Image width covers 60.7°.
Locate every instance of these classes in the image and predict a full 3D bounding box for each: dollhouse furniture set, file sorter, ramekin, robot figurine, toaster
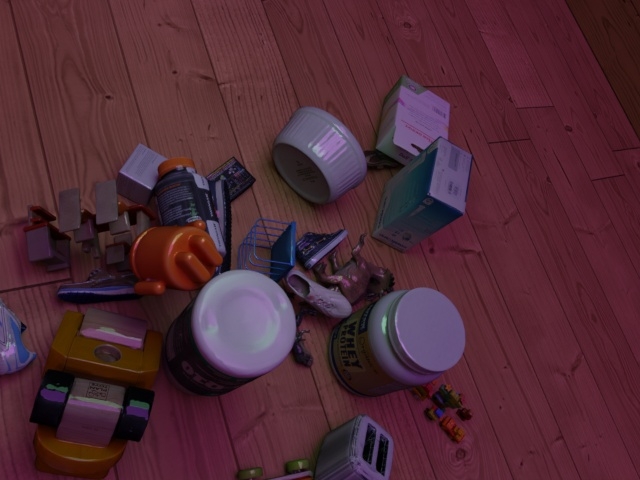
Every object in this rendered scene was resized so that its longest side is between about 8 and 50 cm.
[{"bbox_3d":[-0.491,-0.033,1.179,0.259,0.262,0.135,-13,69,1],"label":"dollhouse furniture set"},{"bbox_3d":[-0.138,0.031,1.372,0.104,0.170,0.118,10,64,-19],"label":"file sorter"},{"bbox_3d":[-0.014,-0.221,1.500,0.273,0.273,0.127,45,67,-3],"label":"ramekin"},{"bbox_3d":[-0.291,0.033,1.083,0.128,0.219,0.158,9,84,-49],"label":"robot figurine"},{"bbox_3d":[0.076,0.505,1.238,0.129,0.146,0.227,42,26,-6],"label":"toaster"}]

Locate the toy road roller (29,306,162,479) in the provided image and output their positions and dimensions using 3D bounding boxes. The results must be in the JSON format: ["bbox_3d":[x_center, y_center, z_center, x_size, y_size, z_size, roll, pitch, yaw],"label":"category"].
[{"bbox_3d":[-0.456,0.315,1.090,0.202,0.241,0.330,18,24,-19],"label":"toy road roller"}]

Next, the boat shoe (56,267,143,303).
[{"bbox_3d":[-0.492,0.101,1.222,0.183,0.066,0.066,3,62,-37],"label":"boat shoe"}]

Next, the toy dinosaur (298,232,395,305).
[{"bbox_3d":[0.092,0.120,1.485,0.295,0.127,0.200,-37,95,-29],"label":"toy dinosaur"}]

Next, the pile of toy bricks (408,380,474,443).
[{"bbox_3d":[0.348,0.435,1.481,0.212,0.105,0.118,50,55,0],"label":"pile of toy bricks"}]

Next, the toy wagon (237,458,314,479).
[{"bbox_3d":[-0.047,0.630,1.209,0.344,0.068,0.267,1,68,-27],"label":"toy wagon"}]

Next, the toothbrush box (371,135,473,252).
[{"bbox_3d":[0.291,-0.125,1.590,0.126,0.295,0.216,27,57,-16],"label":"toothbrush box"}]

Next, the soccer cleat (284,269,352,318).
[{"bbox_3d":[-0.009,0.140,1.376,0.196,0.076,0.068,32,94,-1],"label":"soccer cleat"}]

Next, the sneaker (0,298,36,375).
[{"bbox_3d":[-0.656,0.159,1.103,0.237,0.085,0.086,59,30,11],"label":"sneaker"}]

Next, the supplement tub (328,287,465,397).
[{"bbox_3d":[0.181,0.253,1.347,0.228,0.316,0.229,11,63,-23],"label":"supplement tub"}]

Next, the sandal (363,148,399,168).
[{"bbox_3d":[0.180,-0.251,1.733,0.180,0.049,0.072,-11,59,-47],"label":"sandal"}]

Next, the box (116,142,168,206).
[{"bbox_3d":[-0.436,-0.159,1.339,0.087,0.102,0.101,29,57,-11],"label":"box"}]

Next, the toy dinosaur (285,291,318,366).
[{"bbox_3d":[-0.086,0.194,1.392,0.268,0.064,0.118,47,62,2],"label":"toy dinosaur"}]

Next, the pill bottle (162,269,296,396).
[{"bbox_3d":[-0.208,0.210,1.135,0.204,0.361,0.204,11,63,-23],"label":"pill bottle"}]

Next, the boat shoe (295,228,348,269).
[{"bbox_3d":[0.000,0.000,1.519,0.083,0.065,0.183,46,52,6],"label":"boat shoe"}]

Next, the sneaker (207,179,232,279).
[{"bbox_3d":[-0.292,0.005,1.360,0.131,0.112,0.319,-3,71,1],"label":"sneaker"}]

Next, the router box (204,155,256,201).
[{"bbox_3d":[-0.248,-0.158,1.476,0.092,0.038,0.122,47,55,-2],"label":"router box"}]

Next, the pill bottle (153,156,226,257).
[{"bbox_3d":[-0.307,-0.066,1.256,0.130,0.130,0.246,-8,72,-30],"label":"pill bottle"}]

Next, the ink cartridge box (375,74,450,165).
[{"bbox_3d":[0.301,-0.351,1.773,0.207,0.119,0.354,27,49,-15],"label":"ink cartridge box"}]
